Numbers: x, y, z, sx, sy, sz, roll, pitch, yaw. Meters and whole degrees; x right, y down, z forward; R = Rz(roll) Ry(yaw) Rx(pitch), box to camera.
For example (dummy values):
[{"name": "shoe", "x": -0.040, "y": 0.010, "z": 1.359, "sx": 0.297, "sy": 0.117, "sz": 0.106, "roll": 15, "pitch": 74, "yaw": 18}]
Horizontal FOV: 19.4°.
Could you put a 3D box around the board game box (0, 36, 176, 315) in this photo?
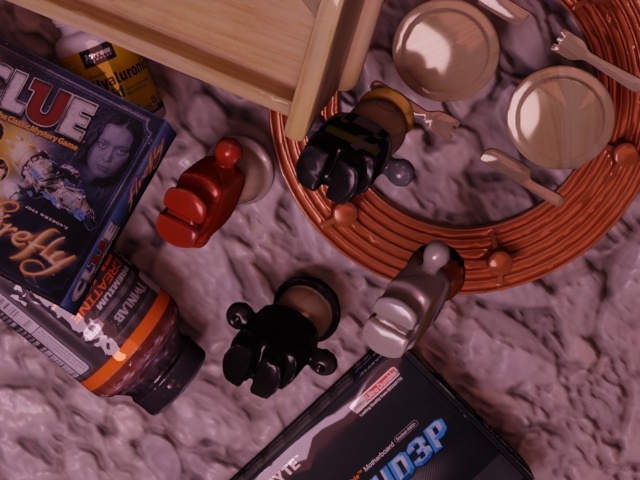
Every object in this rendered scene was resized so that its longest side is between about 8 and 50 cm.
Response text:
[{"name": "board game box", "x": -0.257, "y": -0.070, "z": 1.459, "sx": 0.243, "sy": 0.042, "sz": 0.165, "roll": 26, "pitch": 81, "yaw": 13}]

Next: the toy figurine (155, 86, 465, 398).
[{"name": "toy figurine", "x": 0.000, "y": 0.000, "z": 1.486, "sx": 0.209, "sy": 0.148, "sz": 0.213, "roll": -19, "pitch": 102, "yaw": 28}]

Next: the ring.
[{"name": "ring", "x": 0.125, "y": -0.116, "z": 1.553, "sx": 0.336, "sy": 0.032, "sz": 0.337, "roll": -1, "pitch": 104, "yaw": -4}]

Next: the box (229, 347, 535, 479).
[{"name": "box", "x": 0.046, "y": 0.213, "z": 1.614, "sx": 0.220, "sy": 0.051, "sz": 0.175, "roll": -43, "pitch": 103, "yaw": 6}]

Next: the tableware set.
[{"name": "tableware set", "x": 0.149, "y": -0.131, "z": 1.518, "sx": 0.194, "sy": 0.039, "sz": 0.128, "roll": 31, "pitch": 111, "yaw": -5}]

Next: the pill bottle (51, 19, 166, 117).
[{"name": "pill bottle", "x": -0.174, "y": -0.142, "z": 1.506, "sx": 0.065, "sy": 0.065, "sz": 0.116, "roll": -23, "pitch": 104, "yaw": 1}]

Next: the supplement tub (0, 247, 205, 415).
[{"name": "supplement tub", "x": -0.189, "y": 0.056, "z": 1.532, "sx": 0.198, "sy": 0.106, "sz": 0.106, "roll": 40, "pitch": 97, "yaw": -12}]

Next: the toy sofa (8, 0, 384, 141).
[{"name": "toy sofa", "x": -0.125, "y": -0.233, "z": 1.419, "sx": 0.362, "sy": 0.177, "sz": 0.150, "roll": 22, "pitch": 125, "yaw": 7}]
